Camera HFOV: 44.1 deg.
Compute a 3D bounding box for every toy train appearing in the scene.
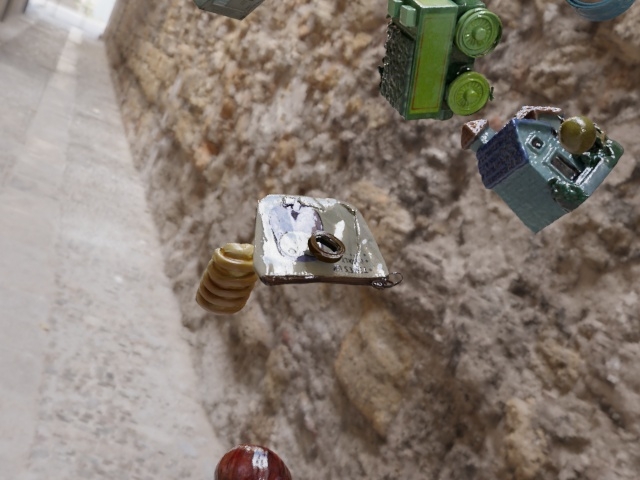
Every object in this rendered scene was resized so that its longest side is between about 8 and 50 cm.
[{"bbox_3d":[0.217,-0.348,1.470,0.188,0.271,0.159,-6,36,-17],"label":"toy train"}]

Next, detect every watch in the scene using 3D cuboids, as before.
[{"bbox_3d":[0.634,-0.609,1.831,0.211,0.193,0.211,-9,-15,-2],"label":"watch"}]

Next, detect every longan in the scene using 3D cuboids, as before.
[{"bbox_3d":[0.455,-0.195,1.420,0.083,0.075,0.075,46,15,13],"label":"longan"}]

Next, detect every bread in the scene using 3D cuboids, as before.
[{"bbox_3d":[-0.292,0.131,2.523,0.173,0.311,0.121,5,50,-20],"label":"bread"}]

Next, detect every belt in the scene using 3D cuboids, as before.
[{"bbox_3d":[0.012,0.015,1.714,0.083,0.059,0.036,30,-29,-1],"label":"belt"}]

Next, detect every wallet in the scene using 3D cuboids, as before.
[{"bbox_3d":[-0.001,0.003,1.789,0.336,0.068,0.274,2,48,-22],"label":"wallet"}]

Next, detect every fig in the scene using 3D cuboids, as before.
[{"bbox_3d":[-0.115,0.382,1.230,0.128,0.128,0.150,29,21,25],"label":"fig"}]

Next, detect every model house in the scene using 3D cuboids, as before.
[{"bbox_3d":[0.521,-0.229,1.925,0.329,0.295,0.251,43,-28,6],"label":"model house"}]

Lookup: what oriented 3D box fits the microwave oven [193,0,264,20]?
[{"bbox_3d":[-0.167,-0.485,1.382,0.162,0.122,0.208,54,18,0],"label":"microwave oven"}]
